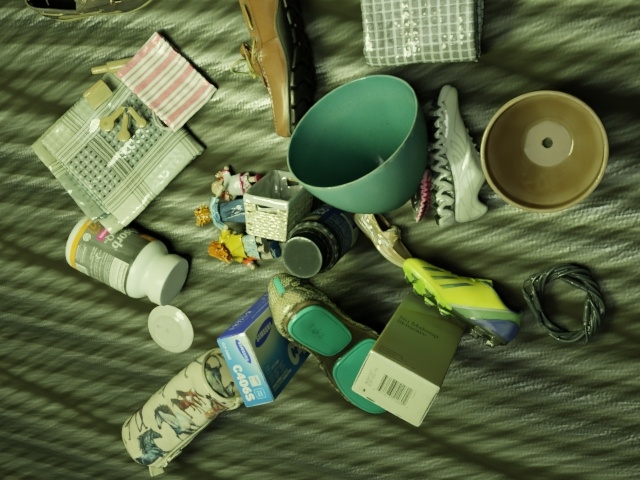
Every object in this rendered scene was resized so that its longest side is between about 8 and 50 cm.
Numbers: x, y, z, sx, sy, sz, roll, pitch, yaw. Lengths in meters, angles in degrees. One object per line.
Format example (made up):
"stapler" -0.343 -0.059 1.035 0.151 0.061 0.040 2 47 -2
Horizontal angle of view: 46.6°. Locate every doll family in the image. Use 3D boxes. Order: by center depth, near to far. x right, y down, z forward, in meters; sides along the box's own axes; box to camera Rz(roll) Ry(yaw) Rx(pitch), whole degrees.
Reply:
"doll family" -0.210 -0.039 1.761 0.163 0.118 0.263 -5 107 24

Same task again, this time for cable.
"cable" 0.525 0.137 1.578 0.150 0.047 0.185 -29 94 23

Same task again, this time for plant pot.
"plant pot" 0.439 -0.181 1.454 0.237 0.110 0.237 7 111 19
"plant pot" 0.105 -0.167 1.528 0.290 0.290 0.195 -16 139 26

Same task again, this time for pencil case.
"pencil case" -0.352 0.451 1.972 0.410 0.160 0.184 -42 74 28

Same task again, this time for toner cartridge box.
"toner cartridge box" -0.097 0.213 1.678 0.075 0.348 0.165 -18 102 25

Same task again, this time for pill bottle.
"pill bottle" 0.000 0.000 1.633 0.122 0.219 0.123 7 111 19
"pill bottle" -0.487 0.049 1.882 0.278 0.162 0.162 24 116 12

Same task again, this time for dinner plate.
"dinner plate" -0.407 0.241 2.002 0.141 0.017 0.141 8 110 21

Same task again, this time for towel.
"towel" 0.192 -0.484 1.437 0.235 0.121 0.284 1 109 21
"towel" -0.357 -0.366 1.718 0.197 0.029 0.144 44 92 1
"towel" -0.497 -0.219 1.790 0.324 0.056 0.312 -43 89 7

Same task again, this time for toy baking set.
"toy baking set" -0.426 -0.340 1.751 0.256 0.030 0.197 -15 90 2

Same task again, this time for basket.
"basket" -0.090 -0.080 1.676 0.113 0.167 0.103 12 119 18

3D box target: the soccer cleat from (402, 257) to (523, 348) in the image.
"soccer cleat" 0.312 0.117 1.632 0.289 0.093 0.121 36 78 4

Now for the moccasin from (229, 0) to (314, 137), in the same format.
"moccasin" -0.110 -0.407 1.576 0.146 0.139 0.380 -7 106 25

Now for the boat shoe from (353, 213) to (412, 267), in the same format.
"boat shoe" 0.149 -0.013 1.658 0.170 0.063 0.059 45 122 0

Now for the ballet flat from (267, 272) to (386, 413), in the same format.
"ballet flat" 0.034 0.219 1.700 0.164 0.182 0.483 -38 132 3

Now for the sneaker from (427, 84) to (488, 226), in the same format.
"sneaker" 0.284 -0.176 1.534 0.118 0.110 0.292 -5 106 3

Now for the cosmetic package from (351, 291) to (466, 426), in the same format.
"cosmetic package" 0.199 0.244 1.593 0.160 0.309 0.113 27 117 10

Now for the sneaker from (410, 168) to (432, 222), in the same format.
"sneaker" 0.208 -0.100 1.617 0.057 0.047 0.119 12 105 24

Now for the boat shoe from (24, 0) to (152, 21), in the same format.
"boat shoe" -0.517 -0.567 1.685 0.355 0.130 0.132 -10 105 25
